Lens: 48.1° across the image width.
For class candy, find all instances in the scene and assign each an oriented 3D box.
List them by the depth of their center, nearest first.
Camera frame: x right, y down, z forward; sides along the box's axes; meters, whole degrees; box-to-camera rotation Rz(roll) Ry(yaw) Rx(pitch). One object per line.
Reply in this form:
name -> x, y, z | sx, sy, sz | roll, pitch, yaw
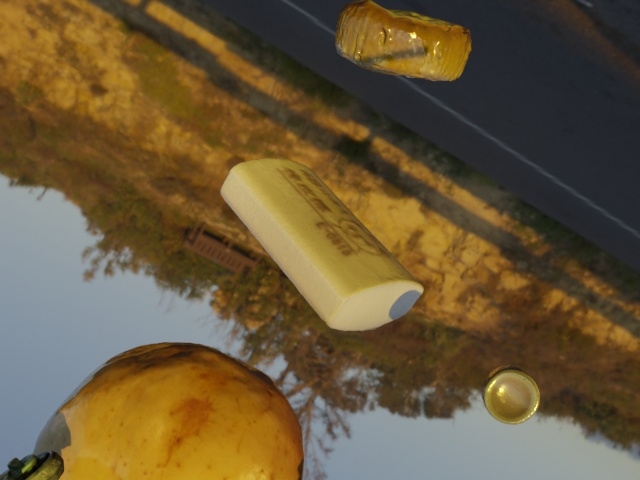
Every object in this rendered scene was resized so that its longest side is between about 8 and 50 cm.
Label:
candy -> 0.152, -0.372, 1.327 | 0.259, 0.118, 0.260 | 12, -156, -5

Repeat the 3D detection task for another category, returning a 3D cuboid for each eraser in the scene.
eraser -> 0.000, 0.000, 0.991 | 0.174, 0.095, 0.270 | 1, -142, -49

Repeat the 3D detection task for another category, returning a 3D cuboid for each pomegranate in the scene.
pomegranate -> -0.214, 0.345, 0.978 | 0.410, 0.410, 0.410 | 29, -178, -1

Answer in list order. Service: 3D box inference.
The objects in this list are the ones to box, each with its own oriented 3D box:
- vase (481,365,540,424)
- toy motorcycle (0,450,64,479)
vase -> 0.186, 0.150, 0.713 | 0.053, 0.053, 0.100 | 30, 180, 12
toy motorcycle -> -0.381, 0.318, 0.707 | 0.109, 0.198, 0.296 | 58, -171, -11
